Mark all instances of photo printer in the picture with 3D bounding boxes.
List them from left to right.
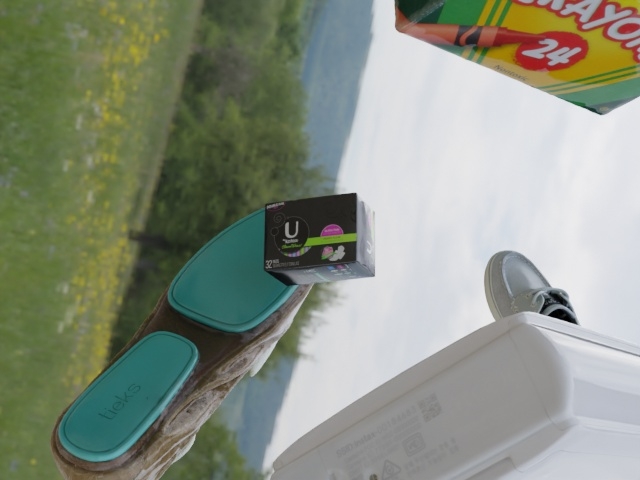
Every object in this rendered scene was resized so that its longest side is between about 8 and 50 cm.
[{"bbox_3d":[0.144,0.166,0.900,0.256,0.307,0.107,-35,-119,25],"label":"photo printer"}]

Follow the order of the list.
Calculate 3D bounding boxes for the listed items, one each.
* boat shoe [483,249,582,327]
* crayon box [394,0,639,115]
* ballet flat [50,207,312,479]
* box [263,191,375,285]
[{"bbox_3d":[0.245,0.091,1.227,0.081,0.079,0.228,106,-31,-52],"label":"boat shoe"},{"bbox_3d":[0.218,-0.198,0.703,0.318,0.202,0.081,-30,-128,49],"label":"crayon box"},{"bbox_3d":[-0.105,0.107,1.032,0.342,0.116,0.124,-52,154,-36],"label":"ballet flat"},{"bbox_3d":[0.000,0.000,0.973,0.052,0.083,0.062,39,48,-62],"label":"box"}]
